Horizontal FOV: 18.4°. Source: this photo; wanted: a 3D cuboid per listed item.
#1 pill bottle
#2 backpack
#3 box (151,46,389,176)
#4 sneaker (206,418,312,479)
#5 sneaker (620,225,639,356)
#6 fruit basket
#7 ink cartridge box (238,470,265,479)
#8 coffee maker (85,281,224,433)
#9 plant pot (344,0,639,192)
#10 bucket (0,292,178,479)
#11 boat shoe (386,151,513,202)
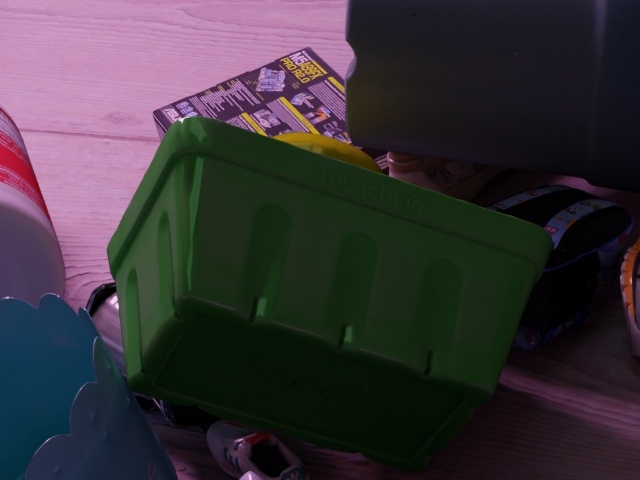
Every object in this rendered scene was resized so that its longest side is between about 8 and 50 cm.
[{"bbox_3d":[-0.426,-0.040,2.186,0.229,0.229,0.408,-20,33,-7],"label":"pill bottle"},{"bbox_3d":[0.217,0.016,1.932,0.158,0.117,0.173,20,34,40],"label":"backpack"},{"bbox_3d":[-0.051,-0.115,2.294,0.216,0.060,0.270,-24,34,-13],"label":"box"},{"bbox_3d":[-0.056,0.194,1.814,0.057,0.075,0.161,-29,40,-19],"label":"sneaker"},{"bbox_3d":[0.338,0.035,1.888,0.083,0.084,0.215,4,37,20],"label":"sneaker"},{"bbox_3d":[0.000,0.000,1.828,0.392,0.283,0.392,13,53,-17],"label":"fruit basket"},{"bbox_3d":[-0.110,0.374,1.368,0.308,0.091,0.385,-47,17,13],"label":"ink cartridge box"},{"bbox_3d":[-0.123,0.100,1.949,0.171,0.120,0.178,-31,37,-24],"label":"coffee maker"},{"bbox_3d":[0.201,-0.212,2.014,0.334,0.341,0.341,3,36,6],"label":"plant pot"},{"bbox_3d":[-0.274,0.206,1.760,0.281,0.183,0.281,-20,34,14],"label":"bucket"},{"bbox_3d":[0.184,-0.127,2.183,0.104,0.089,0.285,17,45,40],"label":"boat shoe"}]
